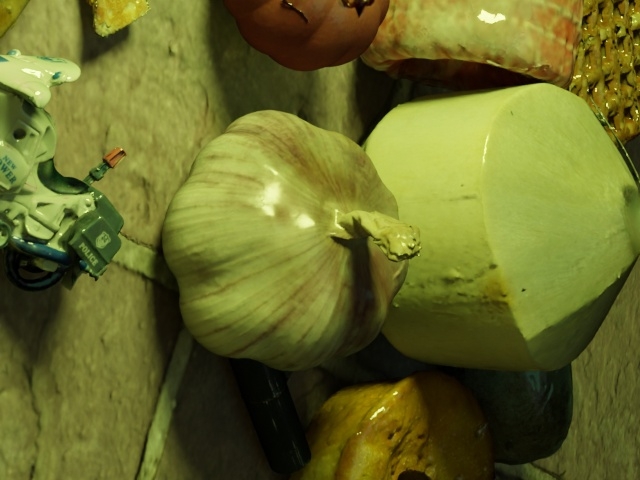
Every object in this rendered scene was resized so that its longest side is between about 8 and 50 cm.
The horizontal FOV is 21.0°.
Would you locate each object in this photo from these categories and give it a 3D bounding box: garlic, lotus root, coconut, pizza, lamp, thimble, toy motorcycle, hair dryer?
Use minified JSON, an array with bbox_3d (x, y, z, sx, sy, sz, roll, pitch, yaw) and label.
[{"bbox_3d":[0.000,0.000,1.542,0.245,0.253,0.245,5,82,-37],"label":"garlic"},{"bbox_3d":[0.215,0.102,1.982,0.158,0.140,0.322,-29,115,-50],"label":"lotus root"},{"bbox_3d":[0.180,-0.015,1.756,0.323,0.323,0.322,-9,101,-55],"label":"coconut"},{"bbox_3d":[-0.184,-0.204,1.460,0.083,0.025,0.078,50,49,-37],"label":"pizza"},{"bbox_3d":[-0.021,-0.244,1.610,0.182,0.140,0.182,16,67,-42],"label":"lamp"},{"bbox_3d":[0.161,-0.242,1.788,0.239,0.239,0.162,14,84,-55],"label":"thimble"},{"bbox_3d":[-0.228,-0.062,1.358,0.150,0.102,0.221,-46,130,-16],"label":"toy motorcycle"},{"bbox_3d":[-0.019,0.109,1.725,0.195,0.050,0.173,-50,134,-45],"label":"hair dryer"}]

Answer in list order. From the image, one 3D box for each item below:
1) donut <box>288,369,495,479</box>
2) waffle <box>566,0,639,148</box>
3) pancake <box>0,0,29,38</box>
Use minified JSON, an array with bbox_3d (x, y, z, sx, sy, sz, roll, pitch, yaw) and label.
[{"bbox_3d":[0.064,0.279,1.808,0.303,0.110,0.302,-11,104,-53],"label":"donut"},{"bbox_3d":[0.338,-0.216,2.168,0.308,0.091,0.212,-28,116,-52],"label":"waffle"},{"bbox_3d":[-0.305,-0.293,1.223,0.387,0.082,0.386,-6,98,-56],"label":"pancake"}]
